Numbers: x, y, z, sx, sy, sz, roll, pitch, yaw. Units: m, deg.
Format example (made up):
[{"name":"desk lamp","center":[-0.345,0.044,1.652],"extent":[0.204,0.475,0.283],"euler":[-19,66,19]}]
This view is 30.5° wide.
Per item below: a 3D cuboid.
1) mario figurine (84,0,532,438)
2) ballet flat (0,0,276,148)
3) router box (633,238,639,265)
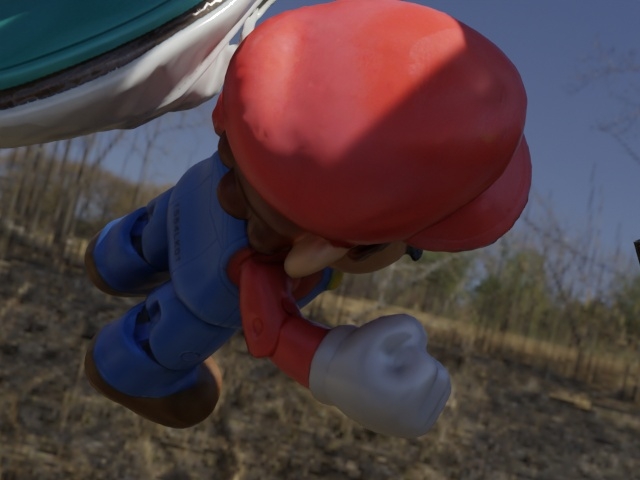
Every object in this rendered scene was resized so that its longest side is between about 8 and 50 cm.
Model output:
[{"name":"mario figurine","center":[0.000,0.000,0.597],"extent":[0.170,0.198,0.320],"euler":[-32,-1,-39]},{"name":"ballet flat","center":[-0.067,-0.155,0.662],"extent":[0.139,0.400,0.139],"euler":[26,-33,18]},{"name":"router box","center":[0.234,0.026,0.627],"extent":[0.122,0.092,0.038],"euler":[-17,3,-24]}]
